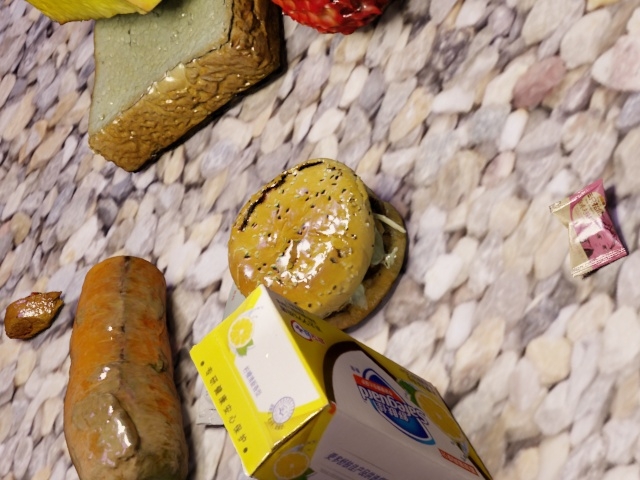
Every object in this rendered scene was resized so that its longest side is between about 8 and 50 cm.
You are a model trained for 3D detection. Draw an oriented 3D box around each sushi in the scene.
[{"bbox_3d":[-0.365,0.090,2.197,0.099,0.050,0.047,-21,47,25],"label":"sushi"}]

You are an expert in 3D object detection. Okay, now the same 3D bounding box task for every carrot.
[{"bbox_3d":[-0.219,0.163,1.945,0.139,0.139,0.302,-37,38,26],"label":"carrot"}]

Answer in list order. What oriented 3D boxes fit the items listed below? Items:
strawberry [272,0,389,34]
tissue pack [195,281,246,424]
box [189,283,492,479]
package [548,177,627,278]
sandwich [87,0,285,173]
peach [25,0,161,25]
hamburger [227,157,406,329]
[{"bbox_3d":[-0.034,-0.333,1.934,0.205,0.244,0.205,-28,58,58],"label":"strawberry"},{"bbox_3d":[-0.070,0.108,1.892,0.122,0.026,0.193,-5,64,45],"label":"tissue pack"},{"bbox_3d":[0.025,0.167,1.575,0.097,0.265,0.168,-46,42,14],"label":"box"},{"bbox_3d":[0.248,-0.011,1.628,0.059,0.029,0.083,-28,60,24],"label":"package"},{"bbox_3d":[-0.165,-0.250,2.149,0.273,0.095,0.249,-31,45,32],"label":"sandwich"},{"bbox_3d":[-0.291,-0.429,2.168,0.306,0.242,0.380,-56,25,-11],"label":"peach"},{"bbox_3d":[0.000,0.000,1.802,0.185,0.113,0.177,-12,57,31],"label":"hamburger"}]
